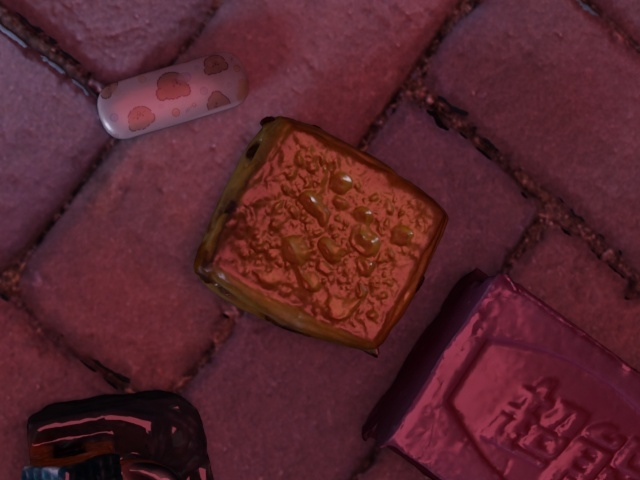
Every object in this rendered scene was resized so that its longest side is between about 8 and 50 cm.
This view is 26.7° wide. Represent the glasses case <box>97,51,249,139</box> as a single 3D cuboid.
[{"bbox_3d":[-0.156,-0.154,1.433,0.164,0.041,0.063,-18,95,-14],"label":"glasses case"}]

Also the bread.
[{"bbox_3d":[0.000,0.000,1.451,0.235,0.099,0.210,28,82,-8],"label":"bread"}]

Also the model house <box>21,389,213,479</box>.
[{"bbox_3d":[-0.187,0.302,1.311,0.190,0.301,0.271,-6,93,-7],"label":"model house"}]

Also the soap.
[{"bbox_3d":[0.257,0.223,1.503,0.359,0.128,0.233,35,83,-11],"label":"soap"}]
